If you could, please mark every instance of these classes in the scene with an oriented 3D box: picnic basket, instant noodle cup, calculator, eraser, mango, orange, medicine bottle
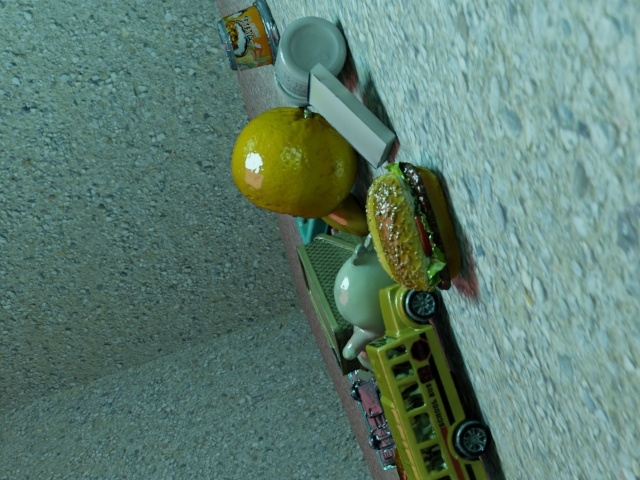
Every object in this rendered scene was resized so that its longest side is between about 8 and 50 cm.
[{"bbox_3d":[0.061,0.114,1.365,0.165,0.139,0.266,78,170,-47],"label":"picnic basket"},{"bbox_3d":[-0.177,-0.489,1.699,0.208,0.126,0.177,177,74,-83],"label":"instant noodle cup"},{"bbox_3d":[-0.034,-0.143,1.570,0.248,0.058,0.274,103,153,-48],"label":"calculator"},{"bbox_3d":[0.041,-0.173,0.988,0.150,0.023,0.104,45,168,8],"label":"eraser"},{"bbox_3d":[0.038,-0.057,1.324,0.075,0.098,0.190,-64,27,14],"label":"mango"},{"bbox_3d":[-0.044,-0.134,1.213,0.219,0.193,0.219,29,-166,-8],"label":"orange"},{"bbox_3d":[-0.019,-0.276,1.097,0.168,0.105,0.105,167,84,-83],"label":"medicine bottle"}]

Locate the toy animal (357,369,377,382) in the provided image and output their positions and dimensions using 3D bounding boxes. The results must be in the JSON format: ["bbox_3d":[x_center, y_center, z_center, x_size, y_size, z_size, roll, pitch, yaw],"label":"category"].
[{"bbox_3d":[0.116,0.238,1.560,0.179,0.089,0.188,-47,-67,-80],"label":"toy animal"}]

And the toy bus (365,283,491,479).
[{"bbox_3d":[0.151,0.227,1.022,0.121,0.123,0.335,138,112,-83],"label":"toy bus"}]

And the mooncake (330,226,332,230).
[{"bbox_3d":[-0.011,-0.077,1.729,0.125,0.073,0.130,92,156,-68],"label":"mooncake"}]

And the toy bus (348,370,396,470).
[{"bbox_3d":[0.145,0.396,1.640,0.109,0.091,0.261,10,-123,-60],"label":"toy bus"}]

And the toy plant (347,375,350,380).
[{"bbox_3d":[0.085,0.266,1.783,0.154,0.088,0.240,-77,-27,-56],"label":"toy plant"}]

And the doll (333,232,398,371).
[{"bbox_3d":[0.087,0.113,1.147,0.113,0.155,0.275,8,124,49],"label":"doll"}]

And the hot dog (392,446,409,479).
[{"bbox_3d":[0.214,0.503,1.375,0.160,0.099,0.226,87,164,-67],"label":"hot dog"}]

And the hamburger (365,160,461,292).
[{"bbox_3d":[0.107,-0.015,0.853,0.137,0.087,0.166,-143,35,-78],"label":"hamburger"}]
